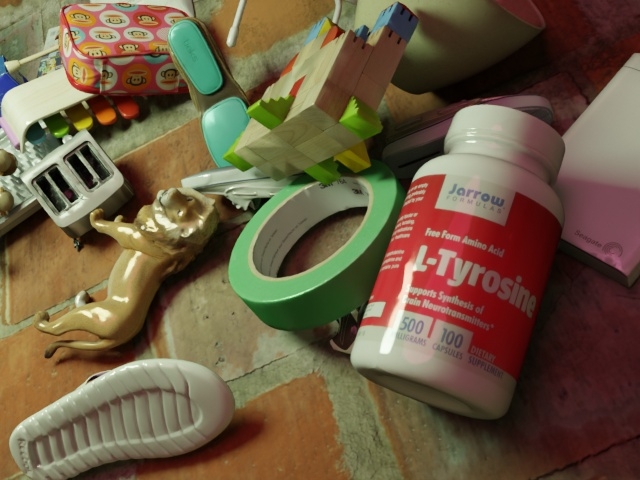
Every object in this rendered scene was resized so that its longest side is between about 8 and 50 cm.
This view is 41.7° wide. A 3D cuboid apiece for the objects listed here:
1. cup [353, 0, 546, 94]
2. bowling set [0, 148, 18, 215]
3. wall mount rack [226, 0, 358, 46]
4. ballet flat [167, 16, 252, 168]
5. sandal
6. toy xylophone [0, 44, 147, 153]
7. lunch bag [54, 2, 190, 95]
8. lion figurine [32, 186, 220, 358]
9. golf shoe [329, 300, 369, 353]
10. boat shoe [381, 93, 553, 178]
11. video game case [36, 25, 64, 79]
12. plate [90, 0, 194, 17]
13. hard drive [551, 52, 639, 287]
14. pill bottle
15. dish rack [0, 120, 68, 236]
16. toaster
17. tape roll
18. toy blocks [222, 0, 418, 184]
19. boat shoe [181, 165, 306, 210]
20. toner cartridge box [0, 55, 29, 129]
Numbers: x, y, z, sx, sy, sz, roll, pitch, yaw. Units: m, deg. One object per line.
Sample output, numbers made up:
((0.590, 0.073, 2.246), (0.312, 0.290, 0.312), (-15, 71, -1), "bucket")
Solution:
((0.192, -0.400, 1.485), (0.237, 0.331, 0.331), (-46, 46, 28), "cup")
((-0.676, -0.135, 1.707), (0.154, 0.287, 0.200), (25, 39, 28), "bowling set")
((-0.068, -0.490, 1.688), (0.130, 0.350, 0.304), (-47, 37, 40), "wall mount rack")
((-0.197, -0.274, 1.656), (0.116, 0.124, 0.343), (-26, 92, 11), "ballet flat")
((-0.332, 0.282, 1.396), (0.416, 0.169, 0.102), (-17, 14, 15), "sandal")
((-0.550, -0.329, 1.837), (0.322, 0.081, 0.236), (-21, 57, -15), "toy xylophone")
((-0.408, -0.425, 1.798), (0.293, 0.120, 0.258), (-5, 47, -26), "lunch bag")
((-0.347, 0.072, 1.544), (0.240, 0.142, 0.392), (20, 84, 26), "lion figurine")
((0.057, 0.089, 1.356), (0.093, 0.077, 0.198), (-7, 56, 22), "golf shoe")
((0.240, -0.197, 1.434), (0.302, 0.109, 0.094), (-15, 52, 20), "boat shoe")
((-0.595, -0.443, 2.012), (0.201, 0.023, 0.184), (-5, 68, 31), "video game case")
((-0.449, -0.578, 2.049), (0.277, 0.045, 0.278), (-23, 53, 12), "plate")
((0.483, -0.122, 1.305), (0.353, 0.047, 0.233), (-48, 52, -9), "hard drive")
((0.211, 0.026, 1.198), (0.229, 0.229, 0.408), (11, 72, 31), "pill bottle")
((-0.680, -0.134, 1.857), (0.332, 0.072, 0.286), (-35, 50, 1), "dish rack")
((-0.483, -0.107, 1.685), (0.168, 0.110, 0.186), (-38, 83, -8), "toaster")
((0.000, 0.000, 1.377), (0.321, 0.077, 0.321), (-25, 35, 19), "tape roll")
((0.007, -0.257, 1.386), (0.381, 0.190, 0.261), (-18, 43, 59), "toy blocks")
((-0.135, -0.097, 1.553), (0.258, 0.095, 0.084), (-4, 102, 21), "boat shoe")
((-0.822, -0.268, 1.952), (0.347, 0.165, 0.075), (-30, 50, 5), "toner cartridge box")
